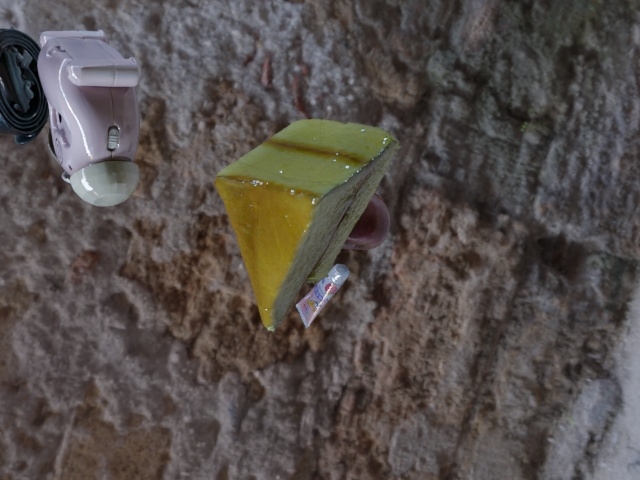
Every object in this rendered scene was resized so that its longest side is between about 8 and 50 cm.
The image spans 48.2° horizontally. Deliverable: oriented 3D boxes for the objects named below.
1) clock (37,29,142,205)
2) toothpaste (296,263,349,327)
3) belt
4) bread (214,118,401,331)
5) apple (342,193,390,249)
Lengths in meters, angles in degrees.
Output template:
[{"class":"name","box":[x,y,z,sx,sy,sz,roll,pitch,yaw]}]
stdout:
[{"class":"clock","box":[-0.506,-0.268,1.573,0.342,0.184,0.326,48,140,49]},{"class":"toothpaste","box":[0.001,0.127,1.691,0.194,0.043,0.067,-51,55,37]},{"class":"belt","box":[-0.722,-0.352,1.646,0.206,0.116,0.268,-40,-53,-63]},{"class":"bread","box":[0.000,0.000,1.241,0.245,0.233,0.362,17,132,35]},{"class":"apple","box":[0.066,-0.043,1.445,0.153,0.153,0.120,-16,70,60]}]
